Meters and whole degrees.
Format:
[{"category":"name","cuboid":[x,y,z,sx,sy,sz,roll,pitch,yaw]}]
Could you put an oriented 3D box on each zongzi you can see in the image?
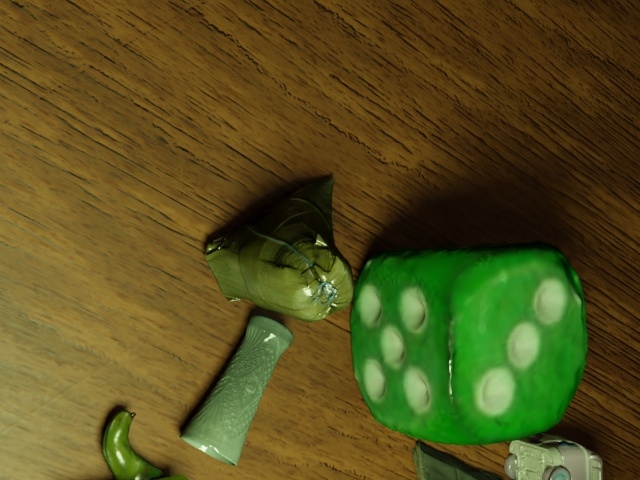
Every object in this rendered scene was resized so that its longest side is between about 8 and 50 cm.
[{"category":"zongzi","cuboid":[0.000,0.000,1.567,0.274,0.251,0.125,-38,125,-27]}]

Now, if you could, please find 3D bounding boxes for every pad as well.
[{"category":"pad","cuboid":[0.255,0.450,1.811,0.233,0.022,0.174,28,34,-30]}]

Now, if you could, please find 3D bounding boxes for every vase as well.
[{"category":"vase","cuboid":[-0.119,0.221,1.589,0.096,0.096,0.219,37,69,-27]}]

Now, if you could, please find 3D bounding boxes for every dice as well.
[{"category":"dice","cuboid":[0.234,0.151,1.691,0.297,0.287,0.300,-5,94,-31]}]

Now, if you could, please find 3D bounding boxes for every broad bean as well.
[{"category":"broad bean","cuboid":[-0.260,0.346,1.524,0.070,0.048,0.214,-30,110,-29]}]

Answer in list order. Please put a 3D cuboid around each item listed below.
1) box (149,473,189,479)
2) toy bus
[{"category":"box","cuboid":[-0.271,0.512,1.494,0.187,0.047,0.335,-5,101,-29]},{"category":"toy bus","cuboid":[0.427,0.455,1.909,0.142,0.142,0.202,-4,94,-26]}]
